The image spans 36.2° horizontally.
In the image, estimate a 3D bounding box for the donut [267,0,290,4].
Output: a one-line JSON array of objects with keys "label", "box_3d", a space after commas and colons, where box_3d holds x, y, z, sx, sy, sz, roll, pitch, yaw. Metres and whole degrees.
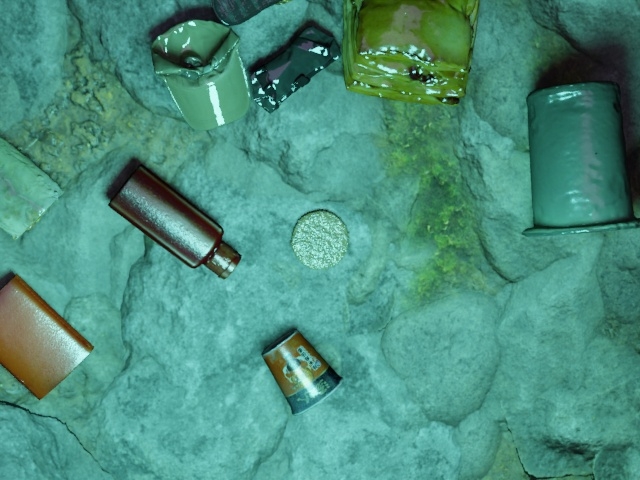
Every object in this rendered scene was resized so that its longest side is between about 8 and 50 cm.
[{"label": "donut", "box_3d": [-0.105, -0.520, 1.826, 0.146, 0.078, 0.181, -43, 108, -3]}]

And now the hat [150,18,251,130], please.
[{"label": "hat", "box_3d": [-0.221, -0.309, 1.838, 0.166, 0.144, 0.173, -19, 143, -6]}]

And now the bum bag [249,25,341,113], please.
[{"label": "bum bag", "box_3d": [-0.050, -0.329, 1.868, 0.197, 0.049, 0.087, -40, 107, -5]}]

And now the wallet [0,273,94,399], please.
[{"label": "wallet", "box_3d": [-0.544, 0.181, 1.826, 0.142, 0.045, 0.204, -45, 103, -6]}]

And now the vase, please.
[{"label": "vase", "box_3d": [0.509, -0.157, 1.910, 0.245, 0.245, 0.291, -4, 92, -11]}]

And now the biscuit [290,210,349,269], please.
[{"label": "biscuit", "box_3d": [0.000, 0.000, 1.929, 0.120, 0.015, 0.120, -1, 96, -12]}]

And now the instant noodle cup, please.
[{"label": "instant noodle cup", "box_3d": [-0.041, 0.250, 1.901, 0.127, 0.127, 0.136, -35, 93, -6]}]

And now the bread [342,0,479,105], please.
[{"label": "bread", "box_3d": [0.182, -0.425, 1.843, 0.277, 0.167, 0.325, 6, 96, -12]}]

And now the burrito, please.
[{"label": "burrito", "box_3d": [-0.617, -0.131, 1.751, 0.299, 0.105, 0.143, 37, 92, -14]}]

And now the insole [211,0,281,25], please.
[{"label": "insole", "box_3d": [-0.066, -0.499, 1.798, 0.309, 0.012, 0.110, -34, 110, -9]}]

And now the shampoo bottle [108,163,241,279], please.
[{"label": "shampoo bottle", "box_3d": [-0.266, -0.026, 1.848, 0.260, 0.064, 0.102, 38, 87, -12]}]
